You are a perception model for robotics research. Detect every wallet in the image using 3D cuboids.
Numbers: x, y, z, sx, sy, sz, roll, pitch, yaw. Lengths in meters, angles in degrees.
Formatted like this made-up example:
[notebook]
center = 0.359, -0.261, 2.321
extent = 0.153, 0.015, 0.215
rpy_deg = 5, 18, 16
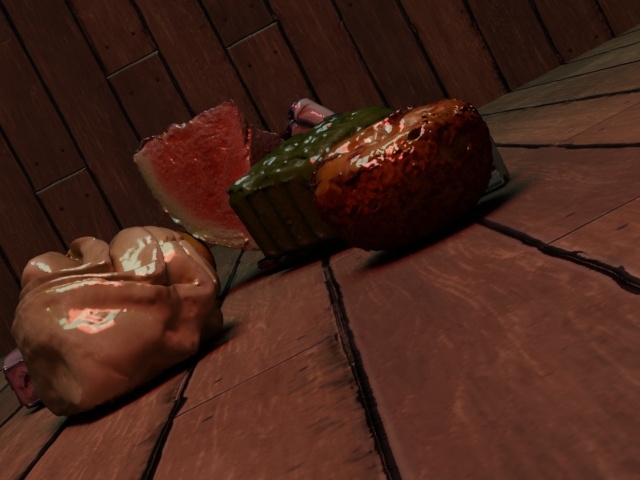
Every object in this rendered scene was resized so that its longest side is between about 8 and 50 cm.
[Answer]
[wallet]
center = 0.000, 0.000, 1.914
extent = 0.137, 0.031, 0.255
rpy_deg = -32, 6, -40

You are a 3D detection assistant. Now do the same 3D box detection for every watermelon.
[watermelon]
center = -0.168, -0.111, 1.998
extent = 0.231, 0.310, 0.193
rpy_deg = -58, -37, -1

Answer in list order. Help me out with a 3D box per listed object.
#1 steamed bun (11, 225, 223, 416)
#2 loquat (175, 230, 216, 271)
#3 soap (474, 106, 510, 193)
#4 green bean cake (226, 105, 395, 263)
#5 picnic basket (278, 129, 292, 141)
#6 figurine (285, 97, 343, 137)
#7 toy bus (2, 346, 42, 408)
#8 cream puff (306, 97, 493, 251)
[steamed bun]
center = -0.257, 0.080, 1.478
extent = 0.289, 0.203, 0.276
rpy_deg = -30, 5, -34
[loquat]
center = -0.265, 0.067, 1.988
extent = 0.172, 0.149, 0.204
rpy_deg = -22, 18, 9
[soap]
center = 0.148, -0.091, 1.579
extent = 0.198, 0.114, 0.063
rpy_deg = -24, 5, 24
[green bean cake]
center = 0.010, -0.099, 1.834
extent = 0.250, 0.156, 0.247
rpy_deg = -20, 16, 46
[picnic basket]
center = -0.038, -0.097, 2.208
extent = 0.222, 0.129, 0.297
rpy_deg = 23, 46, 35
[figurine]
center = 0.063, -0.152, 2.056
extent = 0.274, 0.193, 0.133
rpy_deg = 17, 40, 37
[toy bus]
center = -0.332, 0.149, 1.759
extent = 0.317, 0.112, 0.138
rpy_deg = -27, 9, 17
[cream puff]
center = 0.103, -0.076, 1.421
extent = 0.240, 0.164, 0.240
rpy_deg = -24, 20, 10
